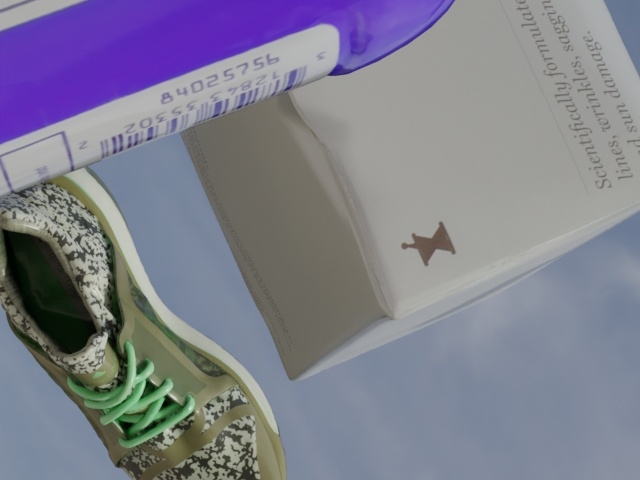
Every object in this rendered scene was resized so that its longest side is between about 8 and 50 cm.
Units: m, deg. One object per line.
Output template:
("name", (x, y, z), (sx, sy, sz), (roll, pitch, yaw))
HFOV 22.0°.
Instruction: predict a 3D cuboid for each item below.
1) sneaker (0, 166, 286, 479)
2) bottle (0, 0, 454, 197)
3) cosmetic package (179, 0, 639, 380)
("sneaker", (-0.187, 0.113, 1.451), (0.410, 0.158, 0.182), (52, 13, -4))
("bottle", (-0.115, -0.039, 0.339), (0.118, 0.283, 0.092), (-151, -140, -76))
("cosmetic package", (0.029, -0.059, 0.889), (0.385, 0.156, 0.217), (139, -72, -78))
